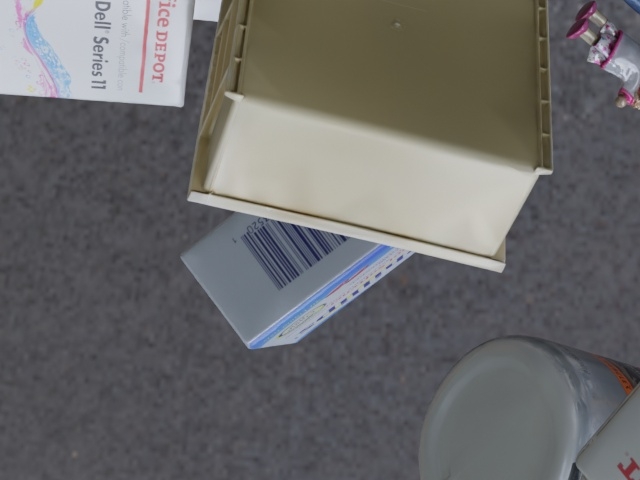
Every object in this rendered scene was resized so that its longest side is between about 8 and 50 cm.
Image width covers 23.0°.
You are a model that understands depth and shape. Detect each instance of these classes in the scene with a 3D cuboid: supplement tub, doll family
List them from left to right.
[{"bbox_3d":[0.275,0.218,1.476,0.338,0.207,0.207,18,142,-38],"label":"supplement tub"},{"bbox_3d":[0.388,-0.257,1.700,0.163,0.263,0.118,37,146,-12],"label":"doll family"}]

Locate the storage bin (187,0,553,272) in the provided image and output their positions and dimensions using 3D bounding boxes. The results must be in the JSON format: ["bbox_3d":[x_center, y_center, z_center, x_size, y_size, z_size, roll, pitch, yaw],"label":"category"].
[{"bbox_3d":[0.045,-0.138,1.292,0.262,0.260,0.123,13,139,-9],"label":"storage bin"}]

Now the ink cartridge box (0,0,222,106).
[{"bbox_3d":[-0.211,-0.229,1.350,0.353,0.119,0.207,3,141,-8],"label":"ink cartridge box"}]

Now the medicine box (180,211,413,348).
[{"bbox_3d":[0.000,0.000,1.990,0.263,0.149,0.289,-38,171,8],"label":"medicine box"}]

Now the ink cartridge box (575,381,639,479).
[{"bbox_3d":[0.325,0.105,0.894,0.131,0.226,0.306,-5,139,-44],"label":"ink cartridge box"}]
